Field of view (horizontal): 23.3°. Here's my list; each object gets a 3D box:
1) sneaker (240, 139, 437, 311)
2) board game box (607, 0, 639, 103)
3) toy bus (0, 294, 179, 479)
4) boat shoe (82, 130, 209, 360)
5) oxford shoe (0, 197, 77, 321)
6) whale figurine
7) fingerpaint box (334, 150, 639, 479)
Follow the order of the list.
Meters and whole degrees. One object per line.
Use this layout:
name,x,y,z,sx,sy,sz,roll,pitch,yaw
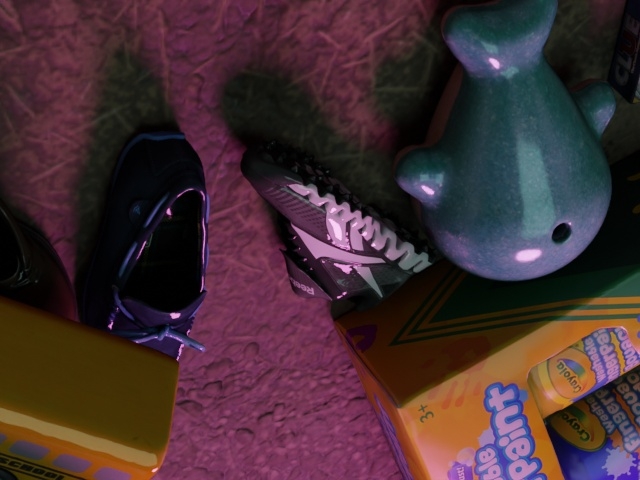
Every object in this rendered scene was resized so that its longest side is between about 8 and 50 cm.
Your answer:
sneaker,0.000,0.000,1.330,0.106,0.078,0.234,-49,135,9
board game box,0.388,-0.219,1.409,0.243,0.042,0.165,-11,130,-24
toy bus,-0.283,0.098,1.142,0.332,0.108,0.130,22,144,-22
boat shoe,-0.143,0.037,1.267,0.109,0.089,0.258,-13,130,-22
oxford shoe,-0.250,0.021,1.189,0.082,0.096,0.227,-36,136,-3
whale figurine,0.169,-0.081,1.320,0.216,0.141,0.272,-19,132,-16
fingerpaint box,0.267,0.191,1.535,0.371,0.163,0.445,-28,125,-8
